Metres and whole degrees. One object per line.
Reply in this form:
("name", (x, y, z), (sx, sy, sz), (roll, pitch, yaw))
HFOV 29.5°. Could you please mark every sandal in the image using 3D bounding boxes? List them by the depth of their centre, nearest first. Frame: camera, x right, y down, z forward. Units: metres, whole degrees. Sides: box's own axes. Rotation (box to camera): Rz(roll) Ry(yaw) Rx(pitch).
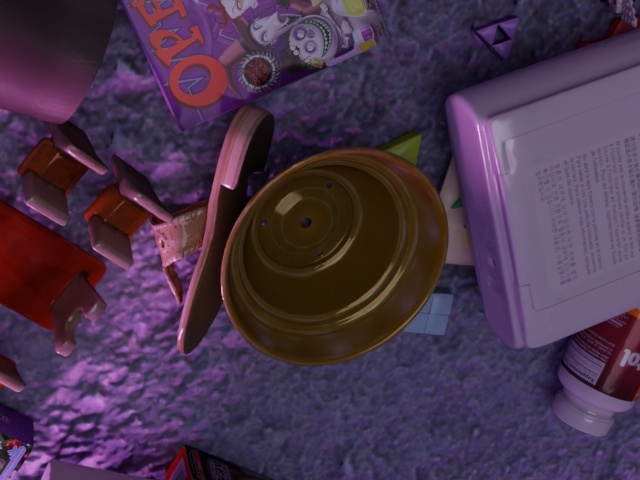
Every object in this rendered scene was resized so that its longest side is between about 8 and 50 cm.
("sandal", (-0.114, -0.020, 1.100), (0.079, 0.088, 0.240), (24, 112, 14))

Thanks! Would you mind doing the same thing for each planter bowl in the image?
("planter bowl", (0.000, 0.000, 1.108), (0.217, 0.090, 0.217), (-10, 119, -19))

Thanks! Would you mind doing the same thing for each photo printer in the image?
("photo printer", (0.283, -0.063, 1.123), (0.307, 0.107, 0.256), (-21, 115, -12))

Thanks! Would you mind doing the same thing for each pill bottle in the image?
("pill bottle", (0.295, 0.118, 1.234), (0.086, 0.086, 0.152), (17, 106, -19))

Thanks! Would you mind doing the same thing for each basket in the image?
("basket", (-0.287, -0.187, 0.944), (0.227, 0.154, 0.204), (21, 146, -27))

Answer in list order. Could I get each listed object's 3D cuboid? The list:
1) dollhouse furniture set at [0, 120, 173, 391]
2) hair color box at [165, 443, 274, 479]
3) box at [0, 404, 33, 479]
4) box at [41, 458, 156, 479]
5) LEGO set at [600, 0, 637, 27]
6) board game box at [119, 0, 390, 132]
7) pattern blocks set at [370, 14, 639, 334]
("dollhouse furniture set", (-0.305, -0.007, 1.042), (0.259, 0.135, 0.262), (37, 99, -34))
("hair color box", (-0.080, 0.259, 1.204), (0.141, 0.072, 0.043), (27, 102, -22))
("box", (-0.428, 0.249, 1.124), (0.201, 0.057, 0.293), (32, 100, -23))
("box", (-0.201, 0.401, 1.135), (0.215, 0.168, 0.345), (15, 120, -17))
("LEGO set", (0.280, -0.318, 1.082), (0.244, 0.060, 0.182), (40, 98, -21))
("board game box", (-0.094, -0.287, 1.012), (0.208, 0.056, 0.347), (-23, 114, 0))
("pattern blocks set", (0.187, -0.055, 1.176), (0.285, 0.026, 0.325), (-3, 111, -12))
